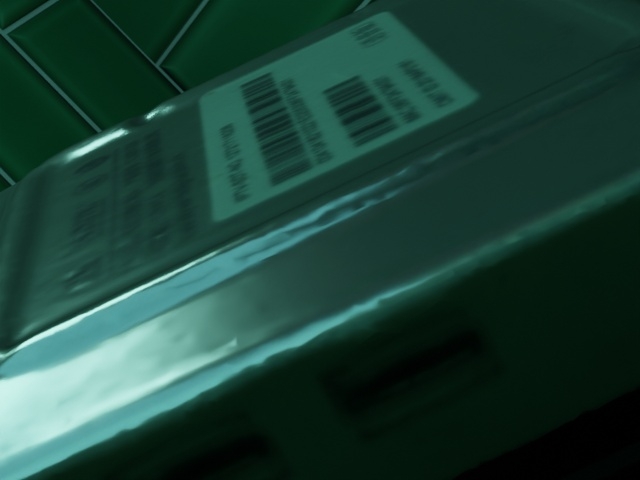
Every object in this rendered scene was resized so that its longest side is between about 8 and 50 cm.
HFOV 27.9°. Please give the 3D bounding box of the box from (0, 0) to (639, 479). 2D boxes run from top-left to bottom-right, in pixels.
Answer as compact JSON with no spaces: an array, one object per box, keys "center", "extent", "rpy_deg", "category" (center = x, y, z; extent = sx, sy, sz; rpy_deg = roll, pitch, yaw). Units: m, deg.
[{"center":[-0.001,-0.015,0.528],"extent":[0.373,0.090,0.367],"rpy_deg":[-25,19,-1],"category":"box"}]
